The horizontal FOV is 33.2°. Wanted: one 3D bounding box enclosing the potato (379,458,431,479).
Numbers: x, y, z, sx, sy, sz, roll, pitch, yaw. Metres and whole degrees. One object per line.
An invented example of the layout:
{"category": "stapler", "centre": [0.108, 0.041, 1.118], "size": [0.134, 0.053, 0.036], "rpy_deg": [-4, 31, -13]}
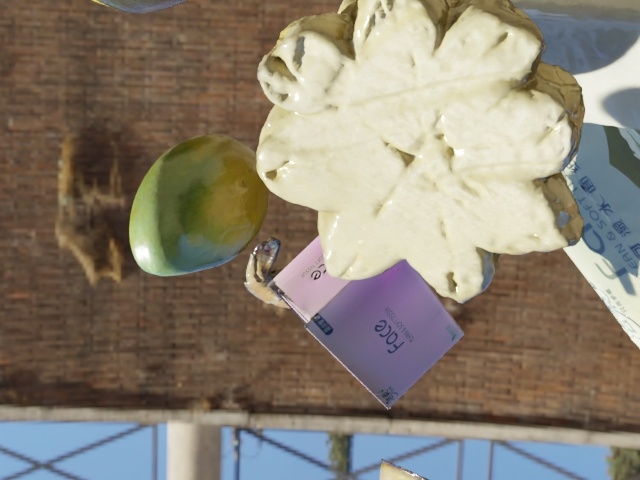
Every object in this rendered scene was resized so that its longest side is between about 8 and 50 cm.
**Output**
{"category": "potato", "centre": [0.121, 0.347, 1.341], "size": [0.120, 0.100, 0.261], "rpy_deg": [17, 168, 34]}

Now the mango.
{"category": "mango", "centre": [-0.117, -0.033, 1.046], "size": [0.092, 0.130, 0.194], "rpy_deg": [1, -146, 29]}

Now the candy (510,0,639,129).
{"category": "candy", "centre": [0.290, -0.230, 1.133], "size": [0.359, 0.145, 0.208], "rpy_deg": [13, 151, 32]}

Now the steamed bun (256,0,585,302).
{"category": "steamed bun", "centre": [0.089, -0.089, 0.911], "size": [0.295, 0.292, 0.137], "rpy_deg": [21, -146, -1]}

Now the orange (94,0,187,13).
{"category": "orange", "centre": [-0.215, -0.346, 1.230], "size": [0.237, 0.158, 0.179], "rpy_deg": [21, -133, 16]}

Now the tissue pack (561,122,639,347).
{"category": "tissue pack", "centre": [0.442, -0.085, 1.434], "size": [0.205, 0.405, 0.332], "rpy_deg": [-33, 172, -19]}

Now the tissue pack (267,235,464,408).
{"category": "tissue pack", "centre": [0.064, 0.085, 1.328], "size": [0.092, 0.148, 0.246], "rpy_deg": [43, 176, 42]}

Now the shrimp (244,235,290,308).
{"category": "shrimp", "centre": [0.000, 0.000, 1.433], "size": [0.169, 0.296, 0.058], "rpy_deg": [2, -131, -27]}
